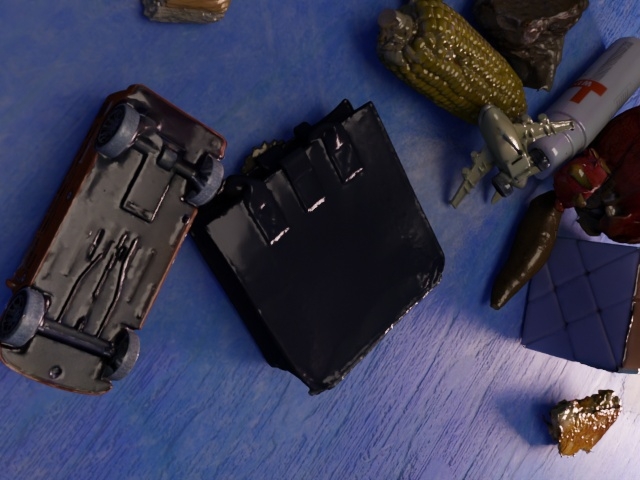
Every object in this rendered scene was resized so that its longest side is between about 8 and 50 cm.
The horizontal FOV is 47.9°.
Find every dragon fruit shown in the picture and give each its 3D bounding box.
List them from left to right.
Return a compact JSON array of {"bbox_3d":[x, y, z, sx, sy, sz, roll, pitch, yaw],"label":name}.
[{"bbox_3d":[0.447,-0.111,1.269,0.068,0.112,0.126,45,70,-4],"label":"dragon fruit"},{"bbox_3d":[0.640,-0.129,1.366,0.342,0.277,0.278,-9,103,-25],"label":"dragon fruit"}]

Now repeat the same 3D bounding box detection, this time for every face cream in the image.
[{"bbox_3d":[0.496,-0.249,1.342,0.345,0.102,0.102,-43,119,-24],"label":"face cream"}]

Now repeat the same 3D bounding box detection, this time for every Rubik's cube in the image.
[{"bbox_3d":[0.545,0.121,1.358,0.224,0.231,0.221,9,91,-34],"label":"Rubik's cube"}]

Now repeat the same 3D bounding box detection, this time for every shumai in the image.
[{"bbox_3d":[0.347,-0.342,1.206,0.205,0.166,0.176,-23,132,-30],"label":"shumai"}]

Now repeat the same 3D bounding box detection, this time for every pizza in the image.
[{"bbox_3d":[0.526,0.374,1.487,0.226,0.069,0.147,-2,120,-32],"label":"pizza"}]

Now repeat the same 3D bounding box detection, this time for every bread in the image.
[{"bbox_3d":[-0.160,-0.330,0.867,0.106,0.082,0.125,-6,98,-29],"label":"bread"}]

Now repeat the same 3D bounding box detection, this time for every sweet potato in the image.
[{"bbox_3d":[0.380,0.024,1.320,0.077,0.077,0.244,31,80,-35],"label":"sweet potato"}]

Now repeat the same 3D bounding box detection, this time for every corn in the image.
[{"bbox_3d":[0.212,-0.265,1.116,0.347,0.130,0.130,20,85,-42],"label":"corn"}]

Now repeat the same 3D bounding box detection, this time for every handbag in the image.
[{"bbox_3d":[0.000,0.000,1.011,0.303,0.122,0.329,-40,119,-23],"label":"handbag"}]

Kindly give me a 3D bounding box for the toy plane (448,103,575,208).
[{"bbox_3d":[0.302,-0.141,1.161,0.242,0.104,0.256,-34,158,9],"label":"toy plane"}]

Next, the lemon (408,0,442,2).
[{"bbox_3d":[0.163,-0.384,1.103,0.065,0.065,0.092,44,69,-32],"label":"lemon"}]

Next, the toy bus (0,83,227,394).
[{"bbox_3d":[-0.245,-0.002,0.816,0.143,0.153,0.329,30,78,-36],"label":"toy bus"}]
